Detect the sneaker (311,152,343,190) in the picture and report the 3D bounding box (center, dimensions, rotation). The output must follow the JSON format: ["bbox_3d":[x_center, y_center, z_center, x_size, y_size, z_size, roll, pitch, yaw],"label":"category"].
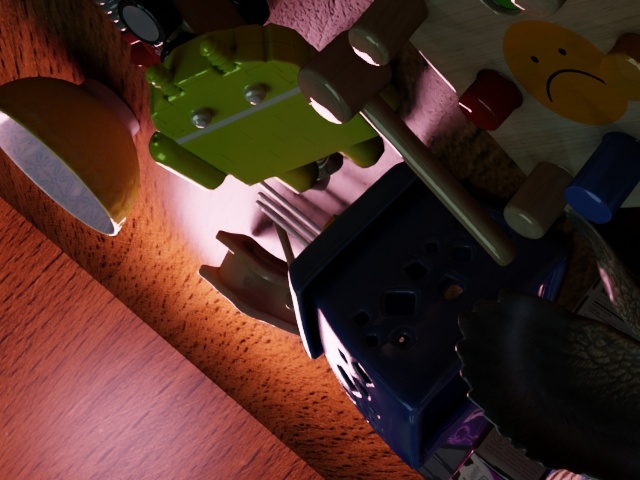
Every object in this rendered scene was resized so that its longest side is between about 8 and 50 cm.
[{"bbox_3d":[-0.010,-0.112,1.188,0.086,0.064,0.192,27,158,1],"label":"sneaker"}]

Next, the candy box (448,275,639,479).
[{"bbox_3d":[0.228,0.153,1.028,0.071,0.233,0.159,37,160,13],"label":"candy box"}]

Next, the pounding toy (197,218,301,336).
[{"bbox_3d":[-0.055,0.046,1.618,0.154,0.154,0.269,19,-168,-43],"label":"pounding toy"}]

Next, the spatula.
[{"bbox_3d":[0.000,0.000,1.393,0.242,0.019,0.168,41,170,13],"label":"spatula"}]

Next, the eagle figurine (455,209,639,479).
[{"bbox_3d":[0.293,0.097,0.846,0.298,0.225,0.226,12,173,36],"label":"eagle figurine"}]

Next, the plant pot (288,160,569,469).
[{"bbox_3d":[0.100,0.069,1.113,0.212,0.236,0.236,41,163,21],"label":"plant pot"}]

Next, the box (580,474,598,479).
[{"bbox_3d":[0.357,0.214,1.111,0.275,0.113,0.094,12,145,54],"label":"box"}]

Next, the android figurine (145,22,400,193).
[{"bbox_3d":[-0.054,-0.123,1.026,0.248,0.056,0.273,-18,153,25],"label":"android figurine"}]

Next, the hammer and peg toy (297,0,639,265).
[{"bbox_3d":[0.150,-0.113,0.747,0.266,0.127,0.361,45,162,-18],"label":"hammer and peg toy"}]

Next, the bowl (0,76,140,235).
[{"bbox_3d":[-0.378,-0.161,1.648,0.289,0.156,0.289,36,161,15],"label":"bowl"}]

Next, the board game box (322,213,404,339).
[{"bbox_3d":[0.107,0.073,1.415,0.124,0.039,0.259,21,156,48],"label":"board game box"}]

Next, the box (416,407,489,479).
[{"bbox_3d":[0.205,0.227,1.332,0.108,0.153,0.207,45,151,-19],"label":"box"}]

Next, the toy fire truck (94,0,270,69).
[{"bbox_3d":[-0.193,-0.262,1.106,0.246,0.158,0.217,-6,132,52],"label":"toy fire truck"}]

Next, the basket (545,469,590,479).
[{"bbox_3d":[0.367,0.443,1.467,0.255,0.201,0.289,38,152,7],"label":"basket"}]
